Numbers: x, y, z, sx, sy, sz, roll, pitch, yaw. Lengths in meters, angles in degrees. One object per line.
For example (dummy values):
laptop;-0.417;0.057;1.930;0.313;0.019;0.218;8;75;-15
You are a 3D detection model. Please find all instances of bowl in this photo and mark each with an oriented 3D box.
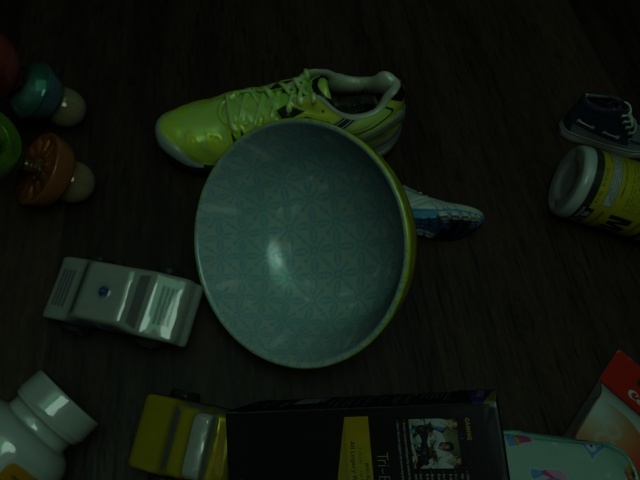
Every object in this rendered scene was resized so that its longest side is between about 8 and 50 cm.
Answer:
bowl;0.000;0.000;0.649;0.289;0.289;0.156;50;24;18

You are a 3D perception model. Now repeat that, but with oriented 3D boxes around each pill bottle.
pill bottle;-0.334;0.234;0.504;0.118;0.117;0.208;38;62;12
pill bottle;0.485;-0.066;0.805;0.209;0.119;0.119;17;60;1

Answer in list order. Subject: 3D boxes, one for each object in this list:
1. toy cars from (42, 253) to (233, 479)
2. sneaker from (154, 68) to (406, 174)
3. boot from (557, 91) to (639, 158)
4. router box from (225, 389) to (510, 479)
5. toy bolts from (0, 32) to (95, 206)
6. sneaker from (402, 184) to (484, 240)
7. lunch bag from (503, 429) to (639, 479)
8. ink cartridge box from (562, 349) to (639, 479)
toy cars;-0.183;0.142;0.579;0.176;0.087;0.393;-37;72;-9
sneaker;-0.055;-0.197;0.775;0.385;0.147;0.145;-10;65;-13
boot;0.533;-0.205;0.910;0.190;0.086;0.069;9;60;-4
router box;0.049;0.294;0.439;0.243;0.081;0.308;-8;79;18
toy bolts;-0.426;-0.142;0.722;0.218;0.158;0.228;-14;68;29
sneaker;0.153;-0.049;0.773;0.191;0.071;0.082;3;55;-8
lunch bag;0.198;0.322;0.547;0.279;0.108;0.224;6;66;-3
ink cartridge box;0.420;0.247;0.663;0.145;0.045;0.179;42;66;14
